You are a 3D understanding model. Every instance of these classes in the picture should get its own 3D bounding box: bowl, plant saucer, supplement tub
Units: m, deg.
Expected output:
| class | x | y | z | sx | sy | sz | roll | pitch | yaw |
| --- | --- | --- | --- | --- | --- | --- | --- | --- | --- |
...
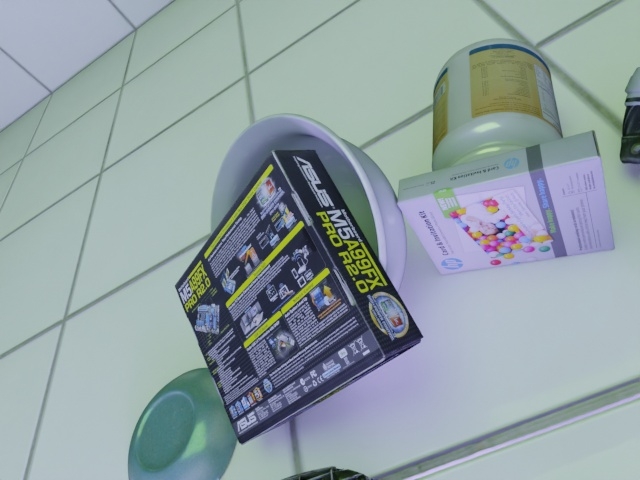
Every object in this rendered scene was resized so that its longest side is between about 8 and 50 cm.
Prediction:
| class | x | y | z | sx | sy | sz | roll | pitch | yaw |
| --- | --- | --- | --- | --- | --- | --- | --- | --- | --- |
| bowl | 0.000 | 0.000 | 0.589 | 0.297 | 0.134 | 0.298 | 11 | 105 | 45 |
| plant saucer | -0.196 | 0.257 | 0.639 | 0.195 | 0.037 | 0.195 | -20 | 46 | 22 |
| supplement tub | 0.207 | -0.125 | 0.572 | 0.144 | 0.144 | 0.200 | -12 | 51 | 29 |

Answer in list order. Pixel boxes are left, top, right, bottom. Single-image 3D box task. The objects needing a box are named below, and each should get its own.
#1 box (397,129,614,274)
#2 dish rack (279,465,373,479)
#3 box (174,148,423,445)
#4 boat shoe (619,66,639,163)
| class | x | y | z | sx | sy | sz | roll | pitch | yaw |
| --- | --- | --- | --- | --- | --- | --- | --- | --- | --- |
| box | 0.194 | -0.028 | 0.503 | 0.186 | 0.145 | 0.038 | -10 | 50 | 29 |
| dish rack | -0.011 | 0.349 | 0.407 | 0.208 | 0.074 | 0.272 | -25 | 43 | 16 |
| box | -0.048 | 0.072 | 0.514 | 0.270 | 0.060 | 0.216 | -45 | 65 | 40 |
| boat shoe | 0.419 | -0.090 | 0.395 | 0.335 | 0.121 | 0.119 | -144 | 54 | -64 |
